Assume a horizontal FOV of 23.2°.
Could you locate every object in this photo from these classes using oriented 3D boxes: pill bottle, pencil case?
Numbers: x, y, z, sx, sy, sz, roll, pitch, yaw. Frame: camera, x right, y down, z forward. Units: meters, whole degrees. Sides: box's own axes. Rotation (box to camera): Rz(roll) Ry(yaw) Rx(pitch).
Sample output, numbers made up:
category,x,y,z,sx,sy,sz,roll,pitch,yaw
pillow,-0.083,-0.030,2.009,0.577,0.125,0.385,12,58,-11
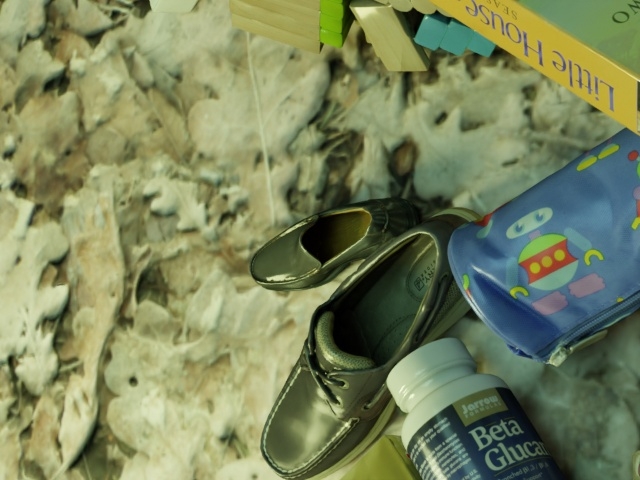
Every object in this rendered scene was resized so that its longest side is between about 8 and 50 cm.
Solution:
category,x,y,z,sx,sy,sz,roll,pitch,yaw
pill bottle,0.120,0.161,1.188,0.094,0.094,0.169,-44,60,24
pencil case,0.236,-0.018,1.113,0.306,0.119,0.133,-33,64,28

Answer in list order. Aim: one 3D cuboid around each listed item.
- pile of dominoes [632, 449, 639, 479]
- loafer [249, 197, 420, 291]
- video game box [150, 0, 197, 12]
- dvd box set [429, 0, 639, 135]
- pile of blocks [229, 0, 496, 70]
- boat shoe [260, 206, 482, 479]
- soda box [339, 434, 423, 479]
category,x,y,z,sx,sy,sz,roll,pitch,yaw
pile of dominoes,0.336,0.176,1.058,0.251,0.040,0.196,-9,77,36
loafer,0.000,0.000,1.325,0.170,0.061,0.062,-24,70,32
video game box,-0.123,-0.340,1.430,0.205,0.048,0.187,-43,58,56
dvd box set,0.230,-0.234,1.084,0.308,0.062,0.420,-38,53,-17
pile of blocks,0.090,-0.227,1.274,0.362,0.149,0.112,6,59,30
boat shoe,0.030,0.086,1.268,0.285,0.092,0.103,-50,61,22
soda box,0.026,0.237,1.267,0.181,0.061,0.058,-48,57,21
